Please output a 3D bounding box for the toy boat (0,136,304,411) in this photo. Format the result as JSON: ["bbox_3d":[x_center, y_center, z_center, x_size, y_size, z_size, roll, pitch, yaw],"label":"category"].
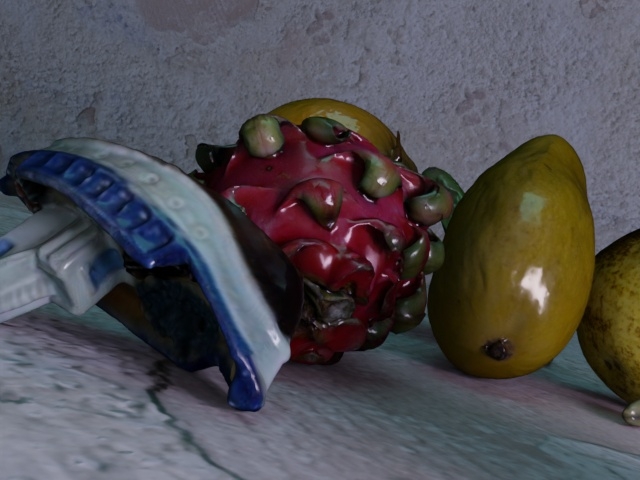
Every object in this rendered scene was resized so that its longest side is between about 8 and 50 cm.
[{"bbox_3d":[-0.122,0.020,0.481,0.262,0.115,0.114,22,-37,28],"label":"toy boat"}]

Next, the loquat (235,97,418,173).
[{"bbox_3d":[0.008,-0.045,1.060,0.275,0.274,0.275,14,1,0],"label":"loquat"}]

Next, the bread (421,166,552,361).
[{"bbox_3d":[0.225,0.031,1.076,0.301,0.045,0.301,54,13,-18],"label":"bread"}]

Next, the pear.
[{"bbox_3d":[0.350,0.081,0.790,0.197,0.197,0.197,14,1,0],"label":"pear"}]

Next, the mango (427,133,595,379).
[{"bbox_3d":[0.193,0.016,0.818,0.142,0.195,0.331,22,26,12],"label":"mango"}]

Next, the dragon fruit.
[{"bbox_3d":[0.002,0.007,0.650,0.273,0.218,0.198,21,40,-57],"label":"dragon fruit"}]

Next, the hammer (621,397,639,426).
[{"bbox_3d":[0.334,0.163,0.644,0.195,0.028,0.060,16,8,42],"label":"hammer"}]
